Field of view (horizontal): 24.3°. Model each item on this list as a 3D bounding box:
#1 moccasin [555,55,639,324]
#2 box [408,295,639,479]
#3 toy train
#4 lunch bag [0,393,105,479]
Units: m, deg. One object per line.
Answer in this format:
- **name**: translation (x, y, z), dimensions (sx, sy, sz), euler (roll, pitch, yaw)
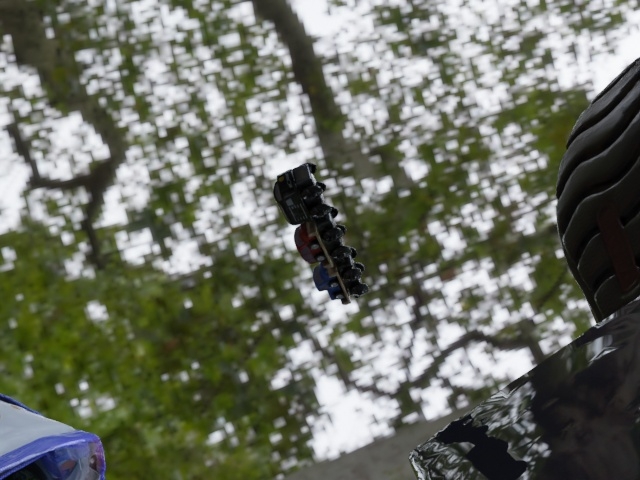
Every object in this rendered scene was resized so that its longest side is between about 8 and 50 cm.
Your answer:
- **moccasin**: translation (0.257, 0.015, 0.981), dimensions (0.139, 0.147, 0.380), euler (-50, -151, 27)
- **box**: translation (0.212, 0.209, 0.576), dimensions (0.343, 0.179, 0.312), euler (56, 2, -6)
- **toy train**: translation (0.000, 0.000, 1.000), dimensions (0.158, 0.036, 0.027), euler (63, 12, -55)
- **lunch bag**: translation (-0.376, 0.217, 0.987), dimensions (0.328, 0.385, 0.239), euler (18, -44, 24)
